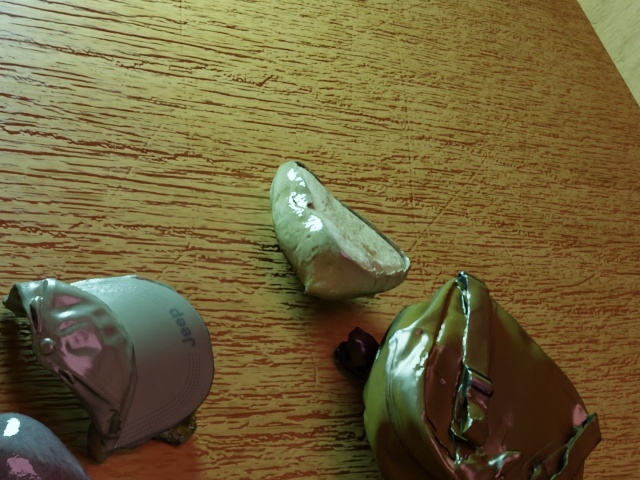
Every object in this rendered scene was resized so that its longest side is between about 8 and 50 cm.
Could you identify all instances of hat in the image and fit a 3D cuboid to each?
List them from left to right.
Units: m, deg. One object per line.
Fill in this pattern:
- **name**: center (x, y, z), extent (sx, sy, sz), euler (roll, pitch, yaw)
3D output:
- **hat**: center (-0.214, 0.101, 1.718), extent (0.244, 0.149, 0.214), euler (-27, 76, -32)

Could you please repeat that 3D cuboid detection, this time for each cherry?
- **cherry**: center (-0.286, 0.213, 1.552), extent (0.148, 0.115, 0.188), euler (1, 31, 3)

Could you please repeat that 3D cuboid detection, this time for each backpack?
- **backpack**: center (0.182, 0.230, 1.995), extent (0.353, 0.201, 0.378), euler (48, 31, -3)

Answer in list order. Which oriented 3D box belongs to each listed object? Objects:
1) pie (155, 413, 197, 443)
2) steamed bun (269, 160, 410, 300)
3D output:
- **pie**: center (-0.174, 0.191, 1.789), extent (0.084, 0.020, 0.084), euler (31, 37, -26)
- **steamed bun**: center (0.006, 0.015, 2.095), extent (0.231, 0.110, 0.212), euler (41, 16, -6)
